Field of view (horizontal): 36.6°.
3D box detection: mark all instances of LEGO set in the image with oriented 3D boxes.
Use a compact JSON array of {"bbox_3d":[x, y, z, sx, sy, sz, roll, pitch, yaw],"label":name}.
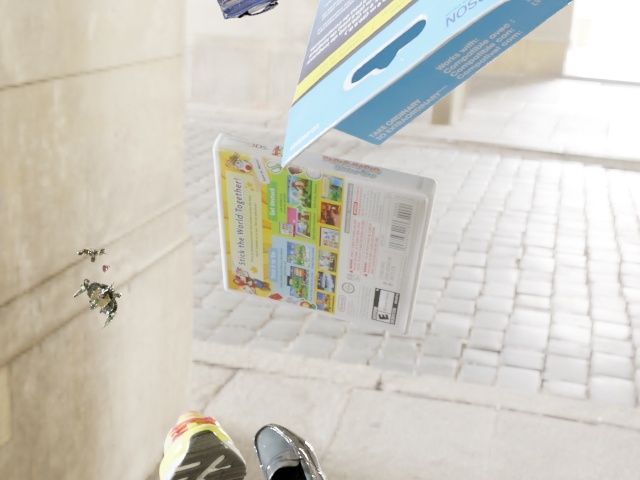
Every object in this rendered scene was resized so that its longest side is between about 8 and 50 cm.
[{"bbox_3d":[-0.217,0.045,0.962,0.054,0.083,0.023,17,18,17],"label":"LEGO set"}]

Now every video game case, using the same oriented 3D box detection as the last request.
[{"bbox_3d":[0.000,0.000,0.954,0.206,0.227,0.026,13,53,8],"label":"video game case"}]

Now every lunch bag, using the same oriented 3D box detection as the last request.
[{"bbox_3d":[-0.087,-0.329,1.269,0.098,0.065,0.067,-14,13,36],"label":"lunch bag"}]

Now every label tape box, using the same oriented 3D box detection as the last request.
[{"bbox_3d":[0.106,-0.211,0.856,0.115,0.249,0.348,35,41,-25],"label":"label tape box"}]

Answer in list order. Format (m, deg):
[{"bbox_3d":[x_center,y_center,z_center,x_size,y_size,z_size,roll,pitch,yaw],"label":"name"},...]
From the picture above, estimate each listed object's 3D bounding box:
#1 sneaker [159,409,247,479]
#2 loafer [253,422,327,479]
[{"bbox_3d":[-0.123,0.206,0.943,0.081,0.094,0.208,-10,-24,-14],"label":"sneaker"},{"bbox_3d":[-0.039,0.323,1.331,0.078,0.076,0.223,33,7,-39],"label":"loafer"}]
